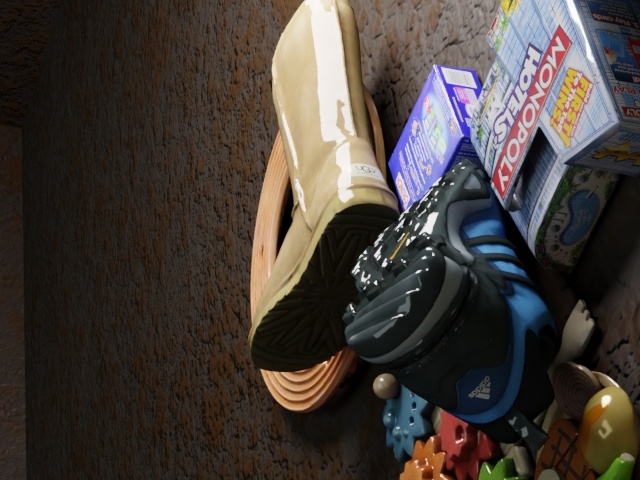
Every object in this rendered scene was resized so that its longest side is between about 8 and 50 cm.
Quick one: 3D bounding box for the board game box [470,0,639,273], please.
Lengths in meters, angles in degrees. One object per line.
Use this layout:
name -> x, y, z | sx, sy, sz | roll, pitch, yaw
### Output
board game box -> 0.165, -0.085, 0.952 | 0.194, 0.060, 0.194 | -109, 33, -51

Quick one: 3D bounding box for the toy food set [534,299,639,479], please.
toy food set -> 0.164, 0.141, 0.910 | 0.192, 0.038, 0.132 | -110, 34, -50

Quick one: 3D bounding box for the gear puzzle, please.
gear puzzle -> 0.099, 0.202, 1.050 | 0.339, 0.044, 0.175 | -104, 29, -43

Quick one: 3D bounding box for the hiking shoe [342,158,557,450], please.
hiking shoe -> 0.096, 0.043, 0.977 | 0.113, 0.132, 0.304 | -43, 7, 22

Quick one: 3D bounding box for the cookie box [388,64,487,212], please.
cookie box -> 0.098, -0.070, 1.146 | 0.092, 0.040, 0.107 | -104, 30, -44

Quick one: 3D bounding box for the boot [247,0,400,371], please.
boot -> -0.007, -0.050, 1.283 | 0.236, 0.089, 0.269 | -57, 31, 36

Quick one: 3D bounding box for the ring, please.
ring -> 0.000, 0.000, 1.395 | 0.336, 0.032, 0.337 | -172, 90, -70
